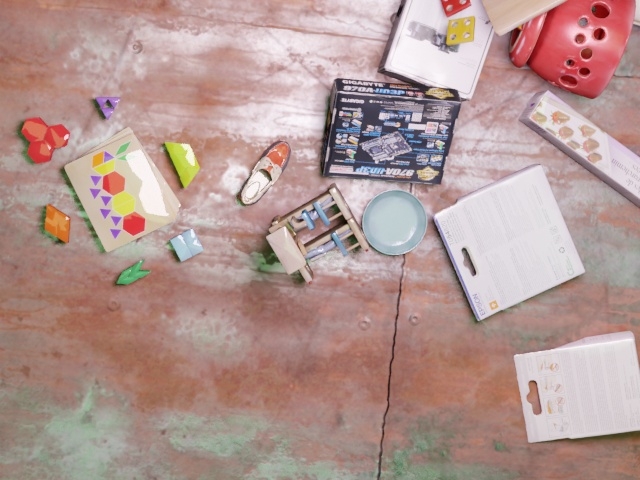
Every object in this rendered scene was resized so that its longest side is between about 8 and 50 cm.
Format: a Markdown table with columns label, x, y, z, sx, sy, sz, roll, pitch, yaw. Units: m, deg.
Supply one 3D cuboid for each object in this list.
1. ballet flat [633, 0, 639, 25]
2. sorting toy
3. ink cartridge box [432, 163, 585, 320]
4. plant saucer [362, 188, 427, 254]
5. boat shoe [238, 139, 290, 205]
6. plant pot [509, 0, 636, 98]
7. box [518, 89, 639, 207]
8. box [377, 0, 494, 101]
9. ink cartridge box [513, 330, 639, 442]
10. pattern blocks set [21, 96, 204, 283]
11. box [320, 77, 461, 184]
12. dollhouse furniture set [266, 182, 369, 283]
| label | x | y | z | sx | sy | sz | roll | pitch | yaw |
| --- | --- | --- | --- | --- | --- | --- | --- | --- | --- |
| ballet flat | 0.590 | -0.503 | 1.811 | 0.182 | 0.164 | 0.483 | -22 | 93 | 17 |
| sorting toy | 0.328 | -0.406 | 1.685 | 0.274 | 0.046 | 0.132 | -26 | 58 | 17 |
| ink cartridge box | 0.341 | 0.003 | 1.865 | 0.224 | 0.045 | 0.223 | -24 | 98 | -4 |
| plant saucer | 0.133 | -0.034 | 1.846 | 0.119 | 0.021 | 0.119 | -1 | 96 | -7 |
| boat shoe | -0.097 | -0.119 | 1.797 | 0.049 | 0.043 | 0.137 | 38 | 89 | -7 |
| plant pot | 0.429 | -0.359 | 1.772 | 0.174 | 0.191 | 0.191 | 16 | 93 | 0 |
| box | 0.512 | -0.157 | 1.863 | 0.324 | 0.067 | 0.063 | 34 | 90 | -8 |
| box | 0.225 | -0.407 | 1.789 | 0.169 | 0.087 | 0.290 | 17 | 93 | -9 |
| ink cartridge box | 0.490 | 0.278 | 1.921 | 0.224 | 0.056 | 0.181 | -10 | 97 | 12 |
| pattern blocks set | -0.349 | -0.090 | 1.775 | 0.285 | 0.026 | 0.325 | -18 | 98 | -5 |
| box | 0.120 | -0.187 | 1.773 | 0.220 | 0.051 | 0.175 | 3 | 128 | -7 |
| dollhouse furniture set | 0.000 | 0.000 | 1.741 | 0.129 | 0.184 | 0.129 | -30 | 99 | 7 |
